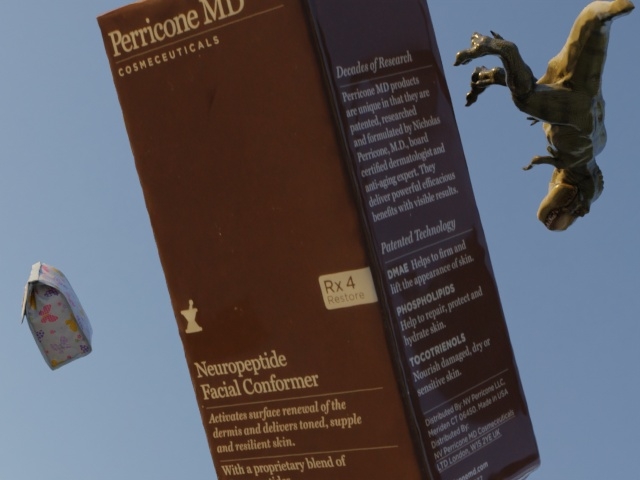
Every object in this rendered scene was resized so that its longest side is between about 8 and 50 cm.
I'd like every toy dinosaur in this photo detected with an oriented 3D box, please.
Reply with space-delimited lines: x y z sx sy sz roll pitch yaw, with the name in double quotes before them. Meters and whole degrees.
"toy dinosaur" 0.162 -0.110 1.125 0.118 0.064 0.268 22 -28 16

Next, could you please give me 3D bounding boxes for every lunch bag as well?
"lunch bag" -0.239 0.064 1.367 0.071 0.053 0.083 -125 -167 -75

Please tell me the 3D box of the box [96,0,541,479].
"box" 0.000 0.000 1.050 0.191 0.143 0.381 -12 -87 40
